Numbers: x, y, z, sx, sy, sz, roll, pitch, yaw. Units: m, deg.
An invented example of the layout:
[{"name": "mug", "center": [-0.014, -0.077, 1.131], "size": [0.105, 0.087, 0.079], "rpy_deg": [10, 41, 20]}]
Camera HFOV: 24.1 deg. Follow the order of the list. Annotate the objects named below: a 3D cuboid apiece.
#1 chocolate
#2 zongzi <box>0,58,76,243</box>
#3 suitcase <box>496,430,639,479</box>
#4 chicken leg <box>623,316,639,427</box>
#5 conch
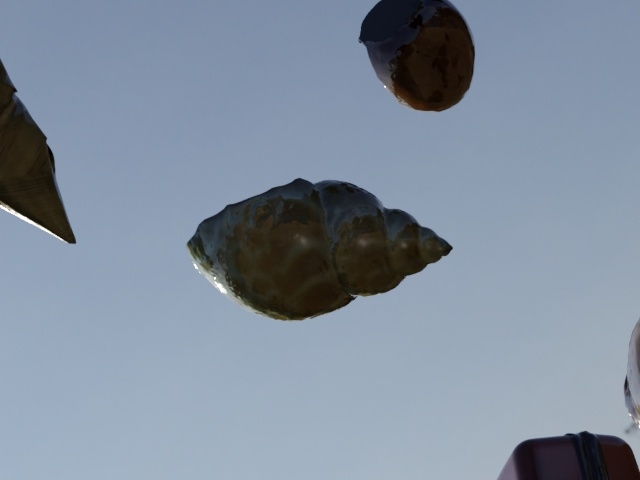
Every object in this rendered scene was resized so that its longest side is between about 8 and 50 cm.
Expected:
[{"name": "chocolate", "center": [0.117, -0.207, 1.672], "size": [0.133, 0.127, 0.124], "rpy_deg": [35, -87, -32]}, {"name": "zongzi", "center": [-0.303, -0.072, 1.273], "size": [0.094, 0.204, 0.205], "rpy_deg": [-43, 17, -34]}, {"name": "suitcase", "center": [0.293, 0.393, 1.841], "size": [0.161, 0.236, 0.297], "rpy_deg": [1, -40, -12]}, {"name": "chicken leg", "center": [0.386, 0.097, 1.493], "size": [0.182, 0.295, 0.409], "rpy_deg": [-4, -18, 7]}, {"name": "conch", "center": [-0.011, 0.010, 1.127], "size": [0.173, 0.106, 0.116], "rpy_deg": [-5, -40, -28]}]
